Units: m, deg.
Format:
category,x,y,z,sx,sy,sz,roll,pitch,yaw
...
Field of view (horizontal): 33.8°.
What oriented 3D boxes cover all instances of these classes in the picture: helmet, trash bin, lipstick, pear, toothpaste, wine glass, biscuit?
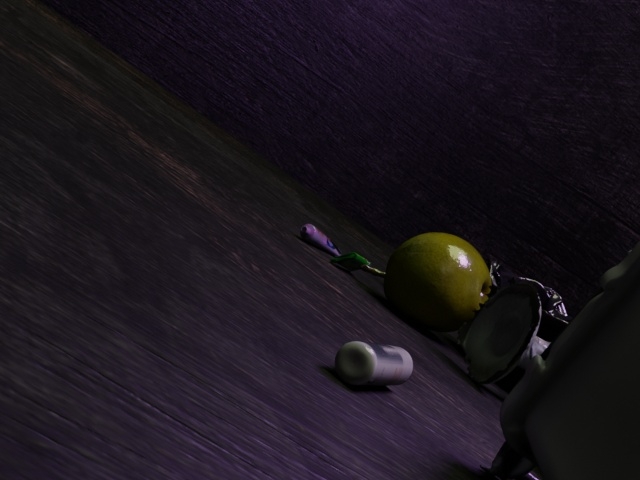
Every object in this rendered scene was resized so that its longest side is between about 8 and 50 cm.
category,x,y,z,sx,sy,sz,roll,pitch,yaw
helmet,0.361,0.171,1.826,0.225,0.177,0.305,28,11,-30
trash bin,0.293,0.197,0.799,0.256,0.296,0.367,35,19,-9
lipstick,0.050,0.114,0.971,0.040,0.040,0.141,38,5,20
pear,0.173,0.068,1.753,0.216,0.166,0.180,3,1,23
toothpaste,0.000,0.000,1.836,0.045,0.028,0.170,45,4,23
wine glass,0.393,0.215,1.606,0.357,0.190,0.190,30,6,-18
biscuit,0.054,0.036,1.782,0.089,0.046,0.016,31,48,-63
